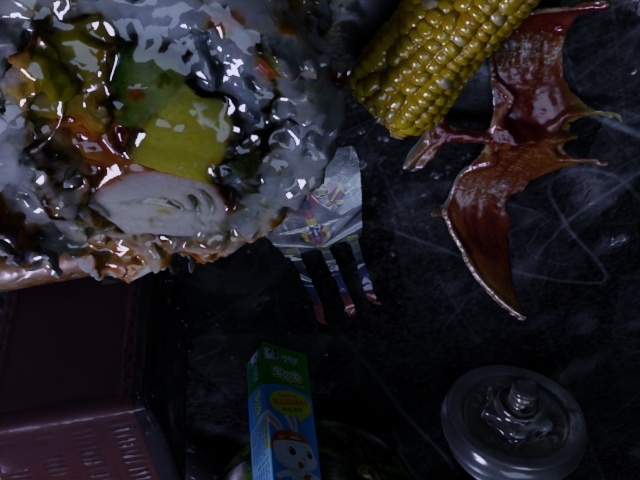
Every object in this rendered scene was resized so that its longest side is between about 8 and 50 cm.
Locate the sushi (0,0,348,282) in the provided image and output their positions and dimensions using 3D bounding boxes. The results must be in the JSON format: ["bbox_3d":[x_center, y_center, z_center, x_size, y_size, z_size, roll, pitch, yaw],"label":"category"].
[{"bbox_3d":[-0.167,-0.126,0.913,0.417,0.176,0.417,-4,131,-5],"label":"sushi"}]

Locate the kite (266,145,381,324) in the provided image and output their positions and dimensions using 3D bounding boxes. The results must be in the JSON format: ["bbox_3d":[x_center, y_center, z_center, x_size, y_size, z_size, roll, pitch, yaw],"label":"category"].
[{"bbox_3d":[0.000,0.001,1.153,0.141,0.015,0.245,-15,130,9],"label":"kite"}]

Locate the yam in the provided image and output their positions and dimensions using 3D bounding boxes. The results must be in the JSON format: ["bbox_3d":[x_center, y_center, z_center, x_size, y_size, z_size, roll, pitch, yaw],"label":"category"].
[{"bbox_3d":[-0.292,0.025,1.116,0.264,0.046,0.046,-11,131,4],"label":"yam"}]

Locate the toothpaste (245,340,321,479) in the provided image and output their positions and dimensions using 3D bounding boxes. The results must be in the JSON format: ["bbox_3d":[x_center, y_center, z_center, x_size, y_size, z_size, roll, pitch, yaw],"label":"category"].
[{"bbox_3d":[-0.042,0.230,1.178,0.065,0.267,0.050,19,125,-21],"label":"toothpaste"}]

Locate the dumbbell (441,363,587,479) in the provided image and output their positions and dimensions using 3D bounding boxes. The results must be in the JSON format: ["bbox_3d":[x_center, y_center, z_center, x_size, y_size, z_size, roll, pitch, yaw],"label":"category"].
[{"bbox_3d":[0.220,0.325,1.354,0.179,0.179,0.406,0,130,-7],"label":"dumbbell"}]

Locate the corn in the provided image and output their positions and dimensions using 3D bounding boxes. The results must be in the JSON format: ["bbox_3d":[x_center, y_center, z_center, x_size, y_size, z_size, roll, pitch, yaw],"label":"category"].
[{"bbox_3d":[0.142,-0.219,0.929,0.102,0.102,0.313,28,118,-27],"label":"corn"}]

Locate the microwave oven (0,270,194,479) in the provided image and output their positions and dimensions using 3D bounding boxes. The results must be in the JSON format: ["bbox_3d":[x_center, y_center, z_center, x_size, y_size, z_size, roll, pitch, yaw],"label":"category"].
[{"bbox_3d":[-0.229,0.159,1.112,0.188,0.247,0.178,-8,129,-1],"label":"microwave oven"}]

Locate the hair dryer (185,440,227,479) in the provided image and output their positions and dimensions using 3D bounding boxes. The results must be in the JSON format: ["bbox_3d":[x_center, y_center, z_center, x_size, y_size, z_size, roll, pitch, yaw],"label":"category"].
[{"bbox_3d":[-0.212,0.336,1.401,0.219,0.075,0.195,-20,140,24],"label":"hair dryer"}]

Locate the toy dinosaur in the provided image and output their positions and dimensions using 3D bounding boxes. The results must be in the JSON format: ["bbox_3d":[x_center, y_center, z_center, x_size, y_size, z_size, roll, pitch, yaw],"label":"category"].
[{"bbox_3d":[0.206,-0.094,1.033,0.206,0.113,0.327,23,123,-24],"label":"toy dinosaur"}]

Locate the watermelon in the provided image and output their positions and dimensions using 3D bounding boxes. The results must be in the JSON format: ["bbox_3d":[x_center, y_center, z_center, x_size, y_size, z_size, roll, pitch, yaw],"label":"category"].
[{"bbox_3d":[-0.007,0.343,1.292,0.269,0.269,0.269,-4,131,-4],"label":"watermelon"}]
